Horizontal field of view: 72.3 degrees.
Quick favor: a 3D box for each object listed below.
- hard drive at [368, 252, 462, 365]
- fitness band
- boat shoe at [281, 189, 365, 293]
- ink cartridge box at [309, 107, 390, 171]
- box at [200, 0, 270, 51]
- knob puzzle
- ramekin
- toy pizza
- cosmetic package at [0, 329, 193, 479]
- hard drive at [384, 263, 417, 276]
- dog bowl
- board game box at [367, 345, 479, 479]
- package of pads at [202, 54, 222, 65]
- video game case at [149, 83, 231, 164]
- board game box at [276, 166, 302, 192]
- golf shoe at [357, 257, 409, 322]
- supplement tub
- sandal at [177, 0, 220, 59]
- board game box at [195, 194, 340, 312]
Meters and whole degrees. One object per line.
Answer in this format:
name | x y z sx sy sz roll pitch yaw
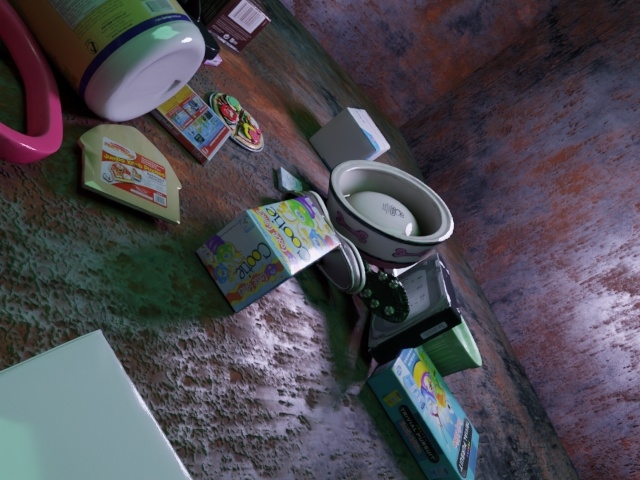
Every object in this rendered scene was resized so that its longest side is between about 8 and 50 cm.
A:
hard drive | 0.245 0.171 1.187 0.064 0.237 0.339 52 21 -10
fitness band | -0.439 -0.234 0.588 0.209 0.054 0.290 70 -3 -60
boat shoe | 0.000 0.000 1.133 0.097 0.116 0.324 5 51 -55
ink cartridge box | 0.124 -0.387 1.745 0.198 0.197 0.270 55 24 0
box | -0.310 -0.810 1.517 0.168 0.167 0.203 15 46 -55
knob puzzle | -0.334 -0.127 0.771 0.213 0.030 0.213 41 28 -28
ramekin | 0.355 0.275 1.358 0.303 0.148 0.303 50 20 -26
toy pizza | -0.228 -0.338 1.235 0.201 0.032 0.201 42 27 -28
cosmetic package | -0.183 0.283 0.330 0.365 0.197 0.155 58 24 3
hard drive | 0.286 0.010 1.654 0.233 0.047 0.353 26 47 -47
dog bowl | 0.197 -0.079 1.374 0.408 0.150 0.408 15 37 -12
board game box | 0.275 0.436 1.123 0.336 0.079 0.254 57 24 5
package of pads | -0.336 -0.551 1.305 0.050 0.032 0.083 53 24 -4
video game case | -0.339 -0.321 1.015 0.285 0.025 0.204 45 26 -21
board game box | -0.088 -0.160 1.281 0.090 0.020 0.090 36 31 -38
golf shoe | 0.153 0.135 1.159 0.120 0.105 0.273 50 -5 -39
supplement tub | -0.392 -0.406 0.760 0.331 0.241 0.241 52 24 -8
sandal | -0.406 -0.703 1.248 0.445 0.107 0.167 54 24 13
board game box | -0.093 0.014 0.900 0.142 0.144 0.275 56 23 2
